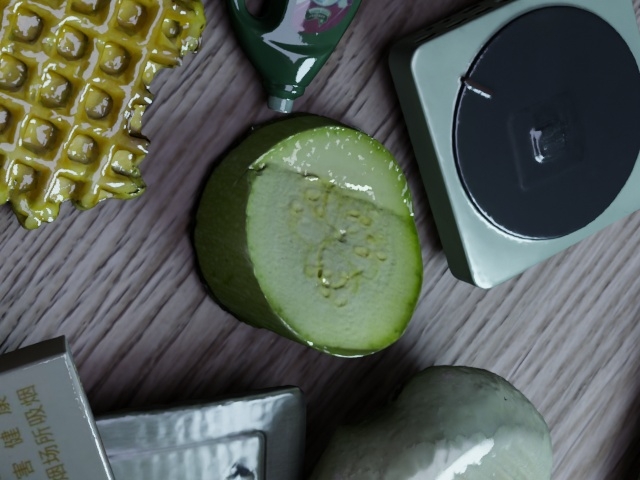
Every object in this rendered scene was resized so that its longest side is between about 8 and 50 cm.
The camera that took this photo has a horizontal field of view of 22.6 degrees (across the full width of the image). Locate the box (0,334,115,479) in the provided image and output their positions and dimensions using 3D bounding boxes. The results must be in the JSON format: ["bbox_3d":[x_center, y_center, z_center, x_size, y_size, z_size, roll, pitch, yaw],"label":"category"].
[{"bbox_3d":[-0.353,0.228,1.314,0.365,0.051,0.204,-18,111,-6],"label":"box"}]

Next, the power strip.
[{"bbox_3d":[-0.139,0.259,1.468,0.257,0.092,0.251,-5,101,-28],"label":"power strip"}]

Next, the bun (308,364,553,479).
[{"bbox_3d":[0.094,0.232,1.531,0.273,0.168,0.273,-29,142,-26],"label":"bun"}]

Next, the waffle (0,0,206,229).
[{"bbox_3d":[-0.214,-0.153,1.354,0.291,0.051,0.291,-7,106,-25],"label":"waffle"}]

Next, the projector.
[{"bbox_3d":[0.208,-0.119,1.575,0.257,0.079,0.259,-27,114,-21],"label":"projector"}]

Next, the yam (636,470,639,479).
[{"bbox_3d":[0.428,0.252,1.741,0.161,0.161,0.268,16,93,-31],"label":"yam"}]

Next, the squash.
[{"bbox_3d":[0.000,-0.011,1.467,0.220,0.133,0.220,-3,97,-28],"label":"squash"}]

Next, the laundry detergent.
[{"bbox_3d":[-0.027,-0.220,1.435,0.137,0.063,0.211,8,100,-28],"label":"laundry detergent"}]
